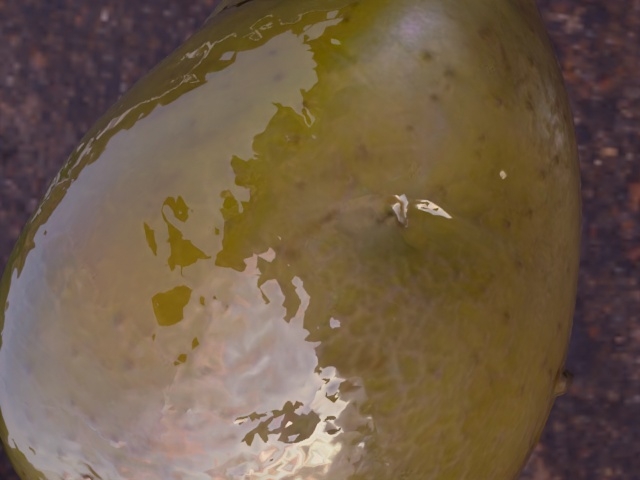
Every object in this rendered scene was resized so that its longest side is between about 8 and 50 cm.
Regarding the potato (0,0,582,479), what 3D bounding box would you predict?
[{"bbox_3d":[0.000,0.000,0.449,0.157,0.157,0.194,-8,58,50],"label":"potato"}]
